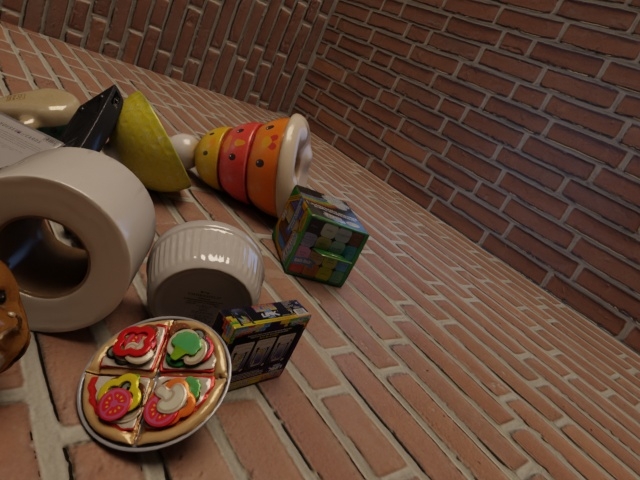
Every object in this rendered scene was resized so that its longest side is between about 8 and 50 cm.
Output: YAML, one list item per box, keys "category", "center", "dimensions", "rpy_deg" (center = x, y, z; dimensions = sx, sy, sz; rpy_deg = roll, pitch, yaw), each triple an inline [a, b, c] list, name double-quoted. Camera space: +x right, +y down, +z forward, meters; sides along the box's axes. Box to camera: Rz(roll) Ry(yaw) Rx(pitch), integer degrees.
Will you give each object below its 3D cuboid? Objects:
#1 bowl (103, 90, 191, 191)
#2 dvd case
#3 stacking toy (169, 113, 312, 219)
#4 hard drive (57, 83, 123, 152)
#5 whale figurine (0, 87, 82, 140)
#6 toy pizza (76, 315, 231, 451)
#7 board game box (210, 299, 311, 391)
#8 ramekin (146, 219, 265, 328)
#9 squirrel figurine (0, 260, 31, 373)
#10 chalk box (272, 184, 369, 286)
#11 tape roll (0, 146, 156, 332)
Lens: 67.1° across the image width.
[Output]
- category: "bowl"
  center: [-0.490, -0.240, 1.309]
  dimensions: [0.156, 0.289, 0.289]
  rpy_deg: [-30, 44, -15]
- category: "dvd case"
  center: [-0.688, -0.174, 0.997]
  dimensions: [0.179, 0.029, 0.238]
  rpy_deg: [27, 43, 4]
- category: "stacking toy"
  center: [-0.283, -0.252, 1.561]
  dimensions: [0.480, 0.350, 0.350]
  rpy_deg: [8, 18, 6]
- category: "hard drive"
  center: [-0.577, -0.258, 1.180]
  dimensions: [0.054, 0.172, 0.254]
  rpy_deg: [45, 40, -41]
- category: "whale figurine"
  center: [-0.778, -0.316, 1.289]
  dimensions: [0.272, 0.141, 0.216]
  rpy_deg: [-11, 40, -21]
- category: "toy pizza"
  center: [-0.221, 0.178, 0.645]
  dimensions: [0.202, 0.032, 0.201]
  rpy_deg: [1, 44, -1]
- category: "board game box"
  center: [-0.110, 0.171, 0.782]
  dimensions: [0.170, 0.141, 0.048]
  rpy_deg: [1, 33, -50]
- category: "ramekin"
  center: [-0.199, 0.078, 0.835]
  dimensions: [0.207, 0.207, 0.109]
  rpy_deg: [18, 30, -21]
- category: "squirrel figurine"
  center: [-0.492, 0.054, 0.442]
  dimensions: [0.397, 0.281, 0.370]
  rpy_deg: [30, 13, 4]
- category: "chalk box"
  center: [0.000, 0.000, 1.314]
  dimensions: [0.180, 0.179, 0.289]
  rpy_deg: [18, 21, -22]
- category: "tape roll"
  center: [-0.394, -0.006, 0.739]
  dimensions: [0.246, 0.246, 0.169]
  rpy_deg: [21, 19, -13]
